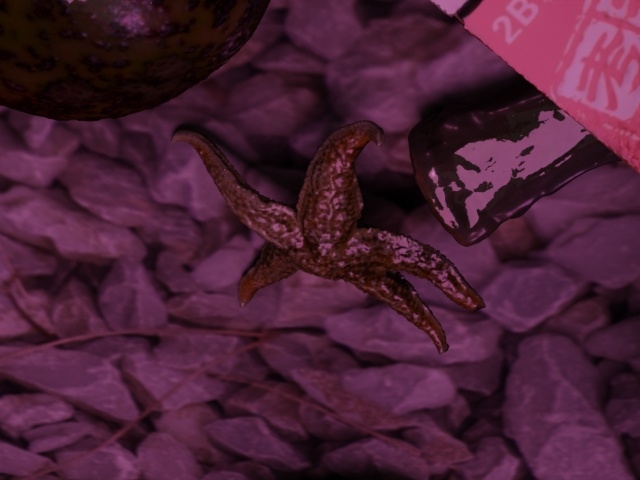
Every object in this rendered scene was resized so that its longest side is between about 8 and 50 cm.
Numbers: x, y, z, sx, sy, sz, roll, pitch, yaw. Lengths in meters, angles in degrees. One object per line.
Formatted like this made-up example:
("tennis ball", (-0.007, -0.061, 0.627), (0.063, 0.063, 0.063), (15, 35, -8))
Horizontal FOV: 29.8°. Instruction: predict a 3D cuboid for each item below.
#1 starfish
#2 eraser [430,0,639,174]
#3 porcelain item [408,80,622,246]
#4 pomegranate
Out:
("starfish", (-0.001, 0.002, 0.747), (0.223, 0.050, 0.217), (36, 149, -6))
("eraser", (0.160, -0.131, 0.583), (0.230, 0.038, 0.157), (36, 109, -15))
("porcelain item", (0.156, -0.075, 0.668), (0.216, 0.069, 0.081), (-26, 109, 26))
("pomegranate", (-0.081, -0.155, 0.539), (0.214, 0.214, 0.248), (-38, 155, 32))
